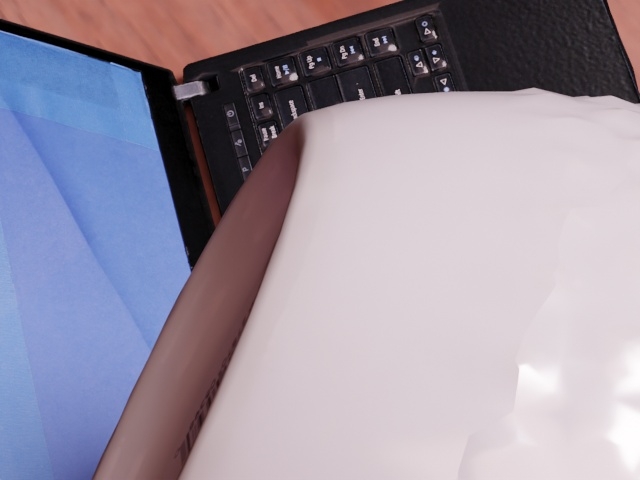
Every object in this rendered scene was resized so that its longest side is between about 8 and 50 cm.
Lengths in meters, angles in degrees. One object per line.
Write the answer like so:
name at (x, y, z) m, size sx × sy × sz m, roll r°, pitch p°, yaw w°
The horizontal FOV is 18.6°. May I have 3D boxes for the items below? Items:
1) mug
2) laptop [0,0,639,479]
mug at (0.083, 0.151, 0.516) m, size 0.328 × 0.374 × 0.276 m, roll 26°, pitch 21°, yaw -9°
laptop at (0.000, 0.000, 0.668) m, size 0.264 × 0.136 × 0.234 m, roll -16°, pitch 66°, yaw 1°
